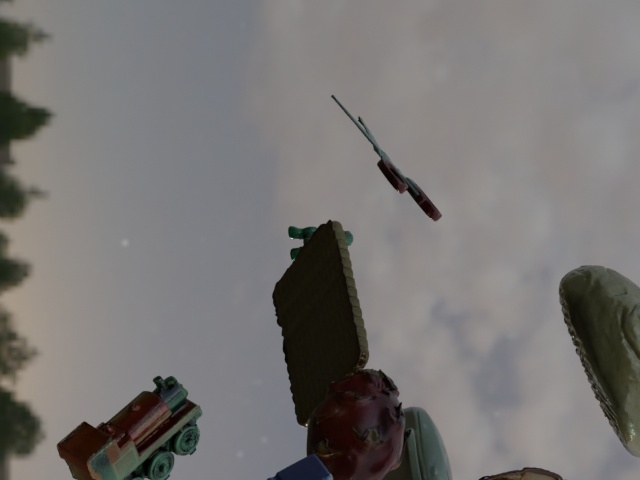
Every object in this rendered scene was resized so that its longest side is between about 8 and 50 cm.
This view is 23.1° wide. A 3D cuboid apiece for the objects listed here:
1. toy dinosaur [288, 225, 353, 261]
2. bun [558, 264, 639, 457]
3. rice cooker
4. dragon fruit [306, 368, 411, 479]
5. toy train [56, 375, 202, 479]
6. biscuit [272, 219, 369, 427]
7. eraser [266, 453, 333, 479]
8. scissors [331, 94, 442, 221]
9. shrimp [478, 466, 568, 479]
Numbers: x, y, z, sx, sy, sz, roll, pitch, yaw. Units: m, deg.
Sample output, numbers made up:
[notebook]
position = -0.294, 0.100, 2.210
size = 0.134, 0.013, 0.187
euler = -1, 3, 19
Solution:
[toy dinosaur]
position = 0.000, 0.000, 2.558
size = 0.132, 0.096, 0.059
euler = -7, 91, -73
[bun]
position = 0.356, 0.132, 1.779
size = 0.210, 0.116, 0.237
euler = 32, 32, -83
[rice cooker]
position = 0.120, 0.323, 2.193
size = 0.206, 0.127, 0.145
euler = -87, 166, -60
[dragon fruit]
position = 0.017, 0.273, 1.946
size = 0.125, 0.246, 0.125
euler = 39, -7, 22
[toy train]
position = -0.212, 0.229, 1.812
size = 0.074, 0.176, 0.118
euler = 26, -35, 36
[biscuit]
position = 0.000, 0.110, 2.115
size = 0.172, 0.029, 0.254
euler = -52, -144, 37
[eraser]
position = -0.020, 0.265, 1.683
size = 0.027, 0.063, 0.084
euler = 65, -8, -14
[scissors]
position = 0.091, -0.130, 2.354
size = 0.017, 0.144, 0.248
euler = -43, -131, 10
[shrimp]
position = 0.217, 0.335, 1.913
size = 0.053, 0.236, 0.133
euler = -111, -146, -53
